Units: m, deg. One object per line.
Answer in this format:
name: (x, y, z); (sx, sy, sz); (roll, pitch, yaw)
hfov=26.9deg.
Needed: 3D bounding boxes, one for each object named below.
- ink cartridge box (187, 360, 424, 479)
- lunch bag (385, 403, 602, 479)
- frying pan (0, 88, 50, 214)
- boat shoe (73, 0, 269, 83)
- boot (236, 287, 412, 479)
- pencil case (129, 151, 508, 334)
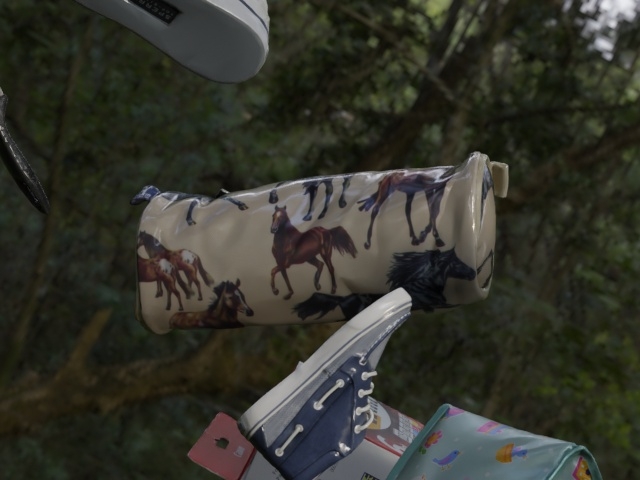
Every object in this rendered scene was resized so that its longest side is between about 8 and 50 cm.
ink cartridge box: (-0.008, 0.260, 1.734); (0.271, 0.130, 0.309); (27, 3, 1)
lunch bag: (0.145, 0.316, 1.329); (0.223, 0.262, 0.160); (8, -40, 56)
frying pan: (-0.366, -0.189, 1.409); (0.326, 0.053, 0.197); (46, -30, -2)
boat shoe: (-0.197, -0.327, 1.424); (0.367, 0.136, 0.156); (32, 40, -24)
boot: (0.025, 0.131, 1.165); (0.086, 0.190, 0.069); (48, -1, 11)
pencil case: (0.000, 0.000, 1.452); (0.410, 0.184, 0.160); (-6, -42, 15)
